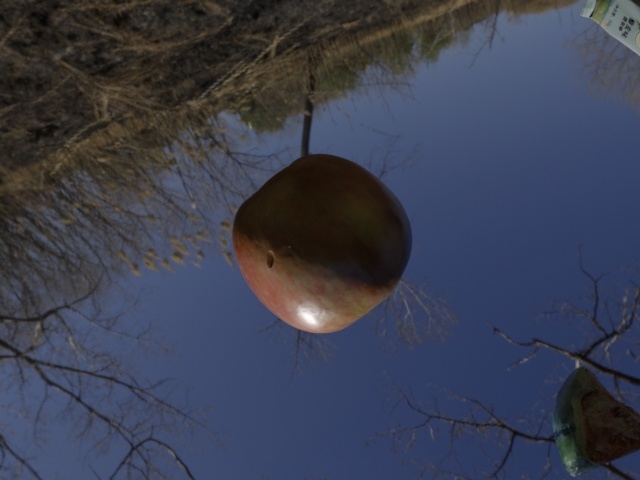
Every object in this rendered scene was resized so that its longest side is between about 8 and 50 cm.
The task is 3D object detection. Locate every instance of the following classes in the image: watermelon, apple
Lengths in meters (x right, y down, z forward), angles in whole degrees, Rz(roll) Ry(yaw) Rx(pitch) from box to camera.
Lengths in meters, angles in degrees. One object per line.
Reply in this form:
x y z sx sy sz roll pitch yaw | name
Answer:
0.419 0.256 0.731 0.139 0.071 0.187 2 -140 25 | watermelon
0.000 0.000 0.543 0.188 0.174 0.188 -41 -173 6 | apple

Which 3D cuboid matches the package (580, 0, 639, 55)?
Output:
0.178 -0.103 0.256 0.015 0.037 0.110 -28 -117 -6 | package
